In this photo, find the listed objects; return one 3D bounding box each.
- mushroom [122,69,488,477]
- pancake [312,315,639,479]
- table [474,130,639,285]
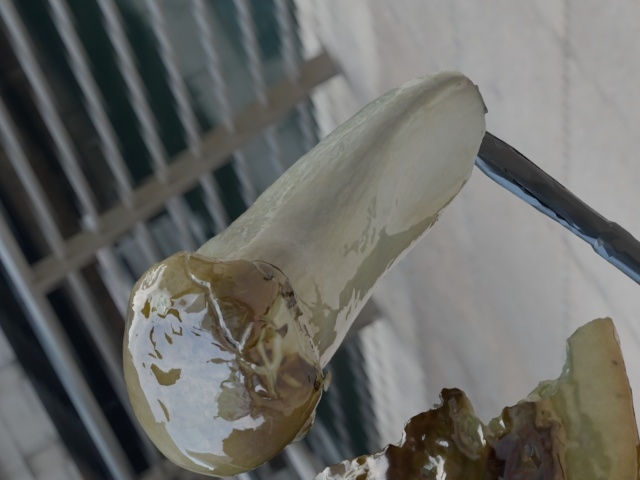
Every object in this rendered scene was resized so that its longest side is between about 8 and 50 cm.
[{"bbox_3d":[0.000,0.000,0.731,0.071,0.209,0.084,-1,121,33],"label":"mushroom"},{"bbox_3d":[0.041,0.175,0.691,0.056,0.257,0.212,23,-147,-46],"label":"pancake"},{"bbox_3d":[0.153,0.089,0.898,0.249,0.317,0.317,34,177,-14],"label":"table"}]
